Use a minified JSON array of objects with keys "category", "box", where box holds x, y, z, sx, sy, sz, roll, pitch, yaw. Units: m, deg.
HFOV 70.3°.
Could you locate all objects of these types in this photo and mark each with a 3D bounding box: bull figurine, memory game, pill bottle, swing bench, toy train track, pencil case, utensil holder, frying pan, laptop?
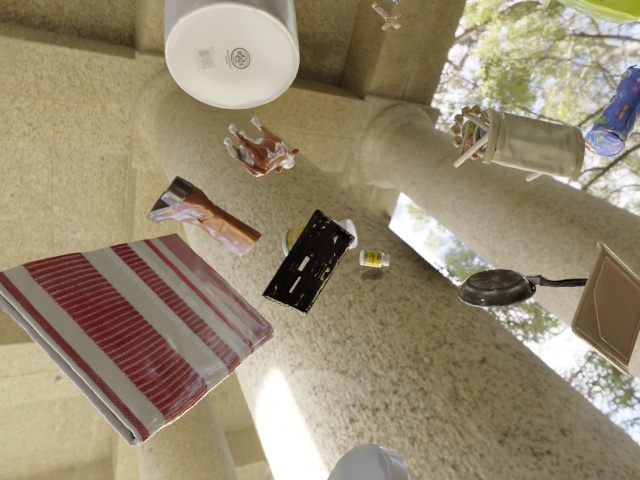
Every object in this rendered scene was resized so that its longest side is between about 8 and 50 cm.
[{"category":"bull figurine","box":[-0.176,-0.279,1.387,0.188,0.310,0.101,42,-70,-4]},{"category":"memory game","box":[0.520,-0.364,1.529,0.186,0.012,0.186,0,-89,-18]},{"category":"pill bottle","box":[0.000,0.000,1.374,0.208,0.117,0.117,-13,-46,23]},{"category":"swing bench","box":[0.548,-0.265,1.264,0.253,0.254,0.165,12,-83,-4]},{"category":"pill bottle","box":[0.225,0.076,1.891,0.116,0.065,0.065,7,-61,-5]},{"category":"toy train track","box":[0.138,-0.481,0.966,0.048,0.083,0.014,-42,-19,9]},{"category":"pencil case","box":[0.979,-0.420,1.470,0.306,0.119,0.133,-55,-10,-10]},{"category":"utensil holder","box":[-0.216,-0.572,1.118,0.328,0.385,0.327,-7,-27,-4]},{"category":"frying pan","box":[0.519,0.121,1.175,0.197,0.326,0.053,-32,-67,-49]},{"category":"laptop","box":[-0.034,0.052,1.147,0.264,0.136,0.234,33,-92,-48]}]

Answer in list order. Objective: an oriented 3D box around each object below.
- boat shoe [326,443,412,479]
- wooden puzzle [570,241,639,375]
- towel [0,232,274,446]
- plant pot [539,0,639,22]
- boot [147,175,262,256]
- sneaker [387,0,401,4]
[{"category":"boat shoe","box":[0.046,0.342,0.502,0.105,0.113,0.306,16,-65,-11]},{"category":"wooden puzzle","box":[0.659,0.155,1.035,0.221,0.044,0.238,34,-109,-22]},{"category":"towel","box":[-0.208,0.097,0.590,0.037,0.237,0.329,-50,-8,16]},{"category":"plant pot","box":[0.572,-0.582,0.926,0.228,0.207,0.227,-42,-33,-58]},{"category":"boot","box":[-0.332,-0.048,1.299,0.280,0.096,0.264,35,-40,-22]},{"category":"sneaker","box":[0.148,-0.753,1.015,0.182,0.158,0.410,-15,-85,14]}]
